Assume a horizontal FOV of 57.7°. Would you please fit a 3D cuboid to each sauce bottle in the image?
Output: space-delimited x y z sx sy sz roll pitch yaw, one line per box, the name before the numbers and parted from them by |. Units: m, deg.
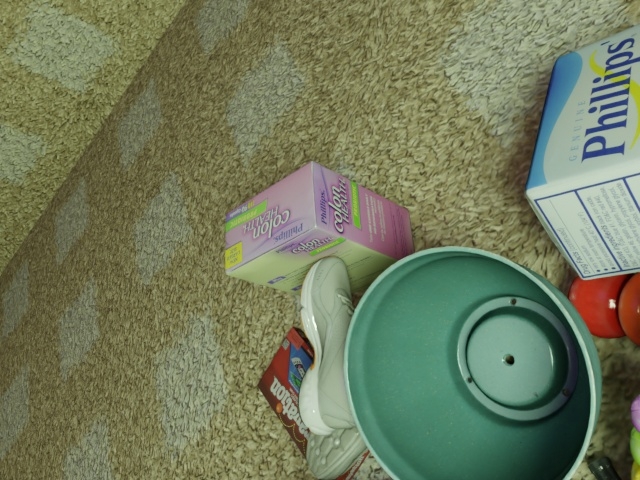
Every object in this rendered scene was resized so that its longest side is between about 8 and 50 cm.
sauce bottle | 0.345 0.306 0.643 0.042 0.042 0.128 -44 45 26

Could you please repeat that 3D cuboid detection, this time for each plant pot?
plant pot | 0.204 0.156 0.711 0.293 0.196 0.292 -2 86 39

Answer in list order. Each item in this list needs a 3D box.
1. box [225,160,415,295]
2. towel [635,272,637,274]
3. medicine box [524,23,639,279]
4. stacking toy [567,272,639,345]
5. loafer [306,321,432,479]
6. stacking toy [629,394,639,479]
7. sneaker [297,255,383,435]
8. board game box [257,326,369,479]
box | 0.000 0.000 0.980 0.214 0.243 0.117 -27 57 38
towel | 0.412 -0.032 0.723 0.113 0.023 0.151 -7 69 46
medicine box | 0.397 -0.122 0.609 0.289 0.149 0.263 -15 37 42
stacking toy | 0.393 0.081 0.587 0.330 0.141 0.141 2 75 65
loafer | 0.093 0.233 0.882 0.319 0.112 0.112 -55 37 10
stacking toy | 0.336 0.184 0.506 0.166 0.175 0.301 0 106 60
sneaker | 0.042 0.142 0.840 0.121 0.099 0.262 -18 62 35
board game box | -0.011 0.294 1.035 0.281 0.027 0.145 42 107 47
